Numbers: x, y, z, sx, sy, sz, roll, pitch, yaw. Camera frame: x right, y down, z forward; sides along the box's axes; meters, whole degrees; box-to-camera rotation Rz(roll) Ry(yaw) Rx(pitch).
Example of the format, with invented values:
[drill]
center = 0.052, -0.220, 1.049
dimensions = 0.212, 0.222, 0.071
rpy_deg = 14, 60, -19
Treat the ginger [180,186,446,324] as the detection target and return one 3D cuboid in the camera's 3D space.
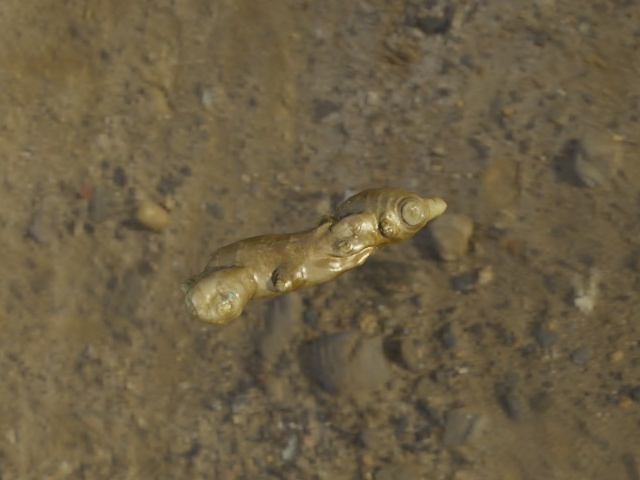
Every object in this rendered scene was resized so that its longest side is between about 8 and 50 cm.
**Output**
[ginger]
center = 0.000, 0.000, 0.932
dimensions = 0.176, 0.193, 0.053
rpy_deg = -21, 99, 26
